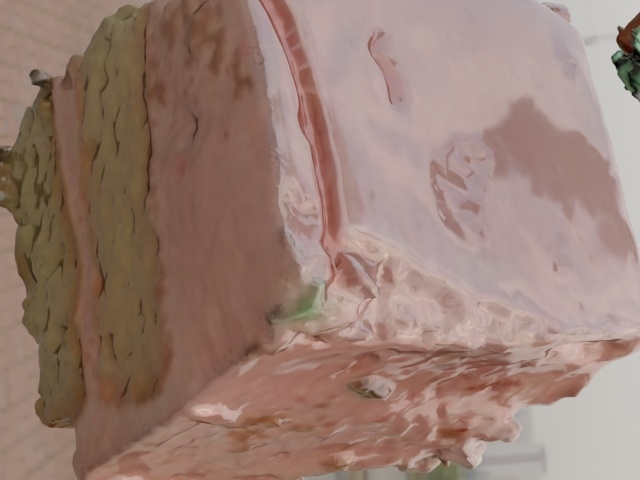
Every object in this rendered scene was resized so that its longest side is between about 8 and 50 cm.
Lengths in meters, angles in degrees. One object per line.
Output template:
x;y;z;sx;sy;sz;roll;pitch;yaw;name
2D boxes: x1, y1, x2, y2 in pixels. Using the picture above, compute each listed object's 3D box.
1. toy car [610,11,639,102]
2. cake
0.237;-0.085;0.897;0.143;0.073;0.054;40;11;-24;toy car
0.000;0.000;0.941;0.307;0.314;0.293;-38;-124;43;cake
